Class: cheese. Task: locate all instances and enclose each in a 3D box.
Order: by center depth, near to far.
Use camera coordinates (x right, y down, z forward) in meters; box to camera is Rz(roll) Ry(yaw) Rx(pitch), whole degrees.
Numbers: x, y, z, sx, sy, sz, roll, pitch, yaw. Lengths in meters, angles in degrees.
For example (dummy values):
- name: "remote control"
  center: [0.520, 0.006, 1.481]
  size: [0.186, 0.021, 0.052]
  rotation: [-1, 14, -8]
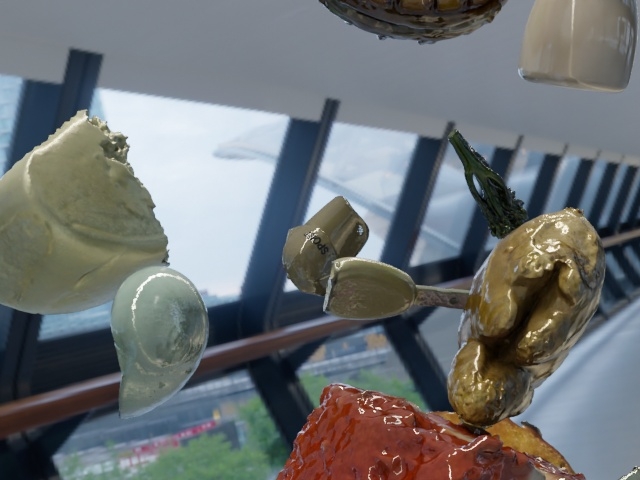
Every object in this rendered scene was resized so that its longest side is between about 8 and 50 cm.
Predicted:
- name: "cheese"
  center: [0.101, 0.069, 1.096]
  size: [0.192, 0.037, 0.097]
  rotation: [7, -48, -8]

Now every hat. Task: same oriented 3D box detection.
- name: "hat"
  center: [0.000, 0.000, 1.549]
  size: [0.175, 0.147, 0.085]
  rotation: [-52, -18, 27]

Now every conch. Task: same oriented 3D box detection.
- name: "conch"
  center: [-0.211, 0.136, 1.094]
  size: [0.121, 0.185, 0.221]
  rotation: [25, -34, 7]

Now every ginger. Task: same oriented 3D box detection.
- name: "ginger"
  center: [0.232, 0.139, 0.990]
  size: [0.166, 0.375, 0.236]
  rotation: [0, 40, 11]

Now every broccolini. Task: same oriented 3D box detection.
- name: "broccolini"
  center: [0.254, -0.081, 1.281]
  size: [0.068, 0.202, 0.091]
  rotation: [3, 50, 44]

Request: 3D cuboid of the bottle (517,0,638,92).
- name: "bottle"
  center: [0.351, -0.320, 1.132]
  size: [0.148, 0.236, 0.147]
  rotation: [7, 14, -2]

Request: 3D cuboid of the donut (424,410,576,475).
- name: "donut"
  center: [0.300, 0.520, 1.546]
  size: [0.378, 0.435, 0.163]
  rotation: [-6, -43, -22]

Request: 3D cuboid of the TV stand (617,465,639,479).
- name: "TV stand"
  center: [0.503, 0.450, 1.310]
  size: [0.088, 0.082, 0.269]
  rotation: [-34, -48, 2]

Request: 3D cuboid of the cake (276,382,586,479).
- name: "cake"
  center: [0.128, 0.322, 0.868]
  size: [0.320, 0.270, 0.269]
  rotation: [28, -8, -28]

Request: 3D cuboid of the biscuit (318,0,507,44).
- name: "biscuit"
  center: [0.118, -0.417, 1.206]
  size: [0.332, 0.332, 0.103]
  rotation: [-12, -26, -14]

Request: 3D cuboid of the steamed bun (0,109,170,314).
- name: "steamed bun"
  center: [-0.374, -0.009, 1.334]
  size: [0.290, 0.272, 0.273]
  rotation: [-48, 4, 41]
